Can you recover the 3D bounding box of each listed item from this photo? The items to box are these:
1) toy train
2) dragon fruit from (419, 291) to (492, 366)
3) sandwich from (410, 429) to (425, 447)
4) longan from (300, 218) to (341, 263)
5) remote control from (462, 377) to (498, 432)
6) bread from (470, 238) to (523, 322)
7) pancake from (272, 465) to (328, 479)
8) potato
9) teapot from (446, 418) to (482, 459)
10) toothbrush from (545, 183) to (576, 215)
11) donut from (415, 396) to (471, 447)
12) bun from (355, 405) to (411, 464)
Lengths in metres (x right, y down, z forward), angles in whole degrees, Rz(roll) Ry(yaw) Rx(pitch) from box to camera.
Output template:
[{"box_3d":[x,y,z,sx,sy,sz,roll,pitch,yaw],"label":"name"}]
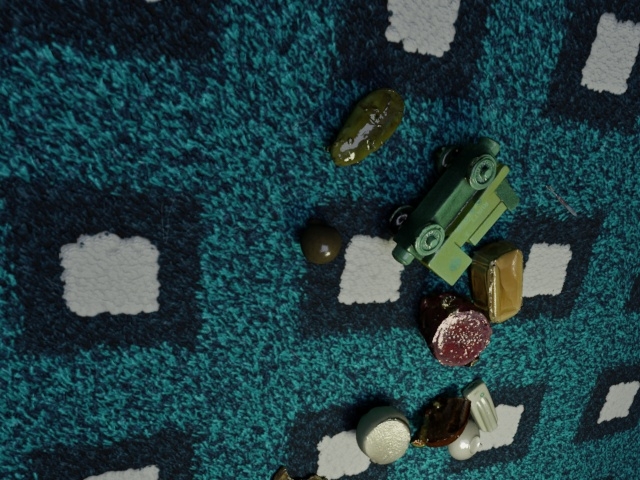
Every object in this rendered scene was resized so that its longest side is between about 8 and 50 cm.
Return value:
[{"box_3d":[0.361,-0.075,1.138,0.253,0.160,0.397,35,95,-34],"label":"toy train"},{"box_3d":[0.400,0.248,1.284,0.211,0.147,0.282,-26,113,0],"label":"dragon fruit"},{"box_3d":[0.363,0.687,1.485,0.101,0.026,0.069,-47,114,-3],"label":"sandwich"},{"box_3d":[0.000,0.000,1.060,0.106,0.106,0.119,-5,69,-19],"label":"longan"},{"box_3d":[0.582,0.600,1.522,0.090,0.049,0.230,-33,116,-10],"label":"remote control"},{"box_3d":[0.540,0.127,1.301,0.136,0.107,0.240,-20,115,-16],"label":"bread"},{"box_3d":[-0.066,0.780,1.356,0.191,0.020,0.184,-9,111,-18],"label":"pancake"},{"box_3d":[0.109,-0.264,1.002,0.225,0.090,0.117,-46,118,-2],"label":"potato"},{"box_3d":[0.518,0.714,1.514,0.226,0.092,0.145,34,79,-34],"label":"teapot"},{"box_3d":[0.771,-0.126,1.348,0.193,0.019,0.013,32,95,-29],"label":"toothbrush"},{"box_3d":[0.418,0.618,1.416,0.186,0.144,0.126,-62,143,-31],"label":"donut"},{"box_3d":[0.191,0.595,1.331,0.173,0.120,0.172,-4,105,-14],"label":"bun"}]
